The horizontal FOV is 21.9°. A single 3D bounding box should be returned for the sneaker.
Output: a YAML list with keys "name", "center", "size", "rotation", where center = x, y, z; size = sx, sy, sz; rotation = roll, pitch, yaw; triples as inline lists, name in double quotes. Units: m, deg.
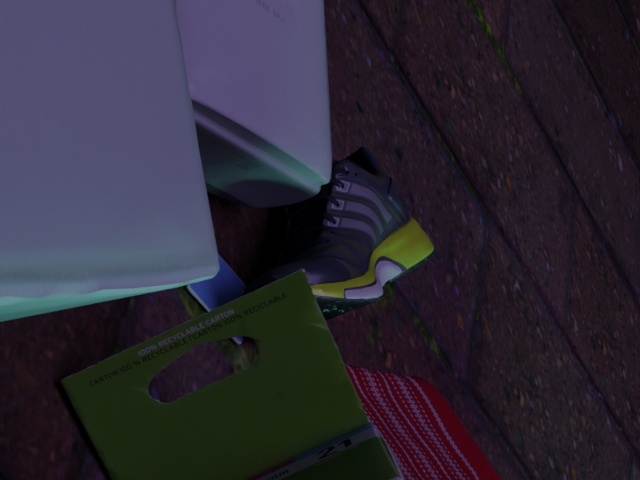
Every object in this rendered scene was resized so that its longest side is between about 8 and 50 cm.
- name: "sneaker"
  center: [0.000, 0.000, 1.402]
  size: [0.121, 0.111, 0.300]
  rotation: [65, 21, -4]

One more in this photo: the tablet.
- name: "tablet"
  center: [-0.080, 0.039, 1.309]
  size: [0.083, 0.006, 0.054]
  rotation: [51, 36, -41]

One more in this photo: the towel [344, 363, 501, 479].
- name: "towel"
  center: [0.080, 0.182, 1.440]
  size: [0.199, 0.031, 0.275]
  rotation: [53, 16, 25]

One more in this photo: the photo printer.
- name: "photo printer"
  center: [-0.088, -0.204, 1.285]
  size: [0.256, 0.107, 0.307]
  rotation: [29, 53, -57]

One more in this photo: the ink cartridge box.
- name: "ink cartridge box"
  center: [-0.038, 0.178, 1.106]
  size: [0.097, 0.189, 0.255]
  rotation: [-120, -174, -68]

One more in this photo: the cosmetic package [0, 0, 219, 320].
- name: "cosmetic package"
  center: [-0.282, -0.141, 0.612]
  size: [0.327, 0.329, 0.394]
  rotation: [-5, 84, -64]
